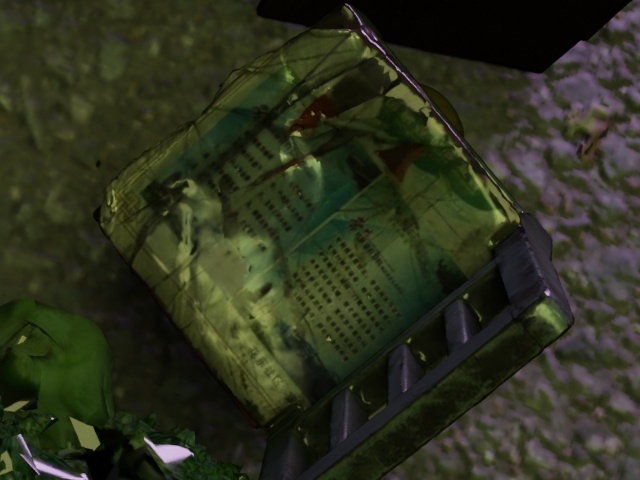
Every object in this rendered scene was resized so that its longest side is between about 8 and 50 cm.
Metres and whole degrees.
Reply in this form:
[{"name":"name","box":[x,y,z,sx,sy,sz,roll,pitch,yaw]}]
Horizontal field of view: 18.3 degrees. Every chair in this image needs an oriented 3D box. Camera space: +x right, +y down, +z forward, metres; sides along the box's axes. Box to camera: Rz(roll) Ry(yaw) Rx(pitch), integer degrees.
[{"name":"chair","box":[0.000,0.000,0.777,0.136,0.270,0.147,-40,90,8]}]

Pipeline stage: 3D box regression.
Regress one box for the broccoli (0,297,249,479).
[{"name":"broccoli","box":[-0.124,0.140,0.778,0.270,0.270,0.270,18,40,-12]}]

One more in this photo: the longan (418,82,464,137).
[{"name":"longan","box":[0.039,-0.037,0.936,0.075,0.083,0.075,-14,113,-38]}]

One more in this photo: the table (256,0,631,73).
[{"name":"table","box":[0.083,-0.196,0.933,0.172,0.193,0.169,11,73,-15]}]
